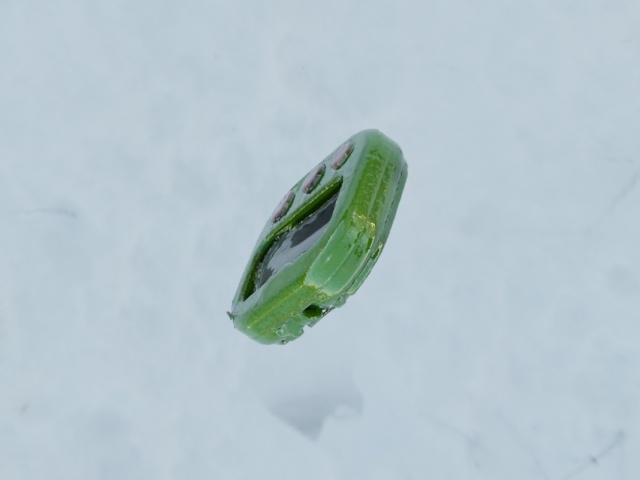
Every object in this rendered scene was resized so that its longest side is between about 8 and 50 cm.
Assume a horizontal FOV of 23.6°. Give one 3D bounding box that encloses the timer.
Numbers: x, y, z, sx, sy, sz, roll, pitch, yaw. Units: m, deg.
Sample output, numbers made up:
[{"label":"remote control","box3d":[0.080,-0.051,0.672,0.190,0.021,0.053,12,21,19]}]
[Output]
[{"label":"timer","box3d":[0.000,0.000,0.963,0.047,0.128,0.140,34,139,-16]}]
